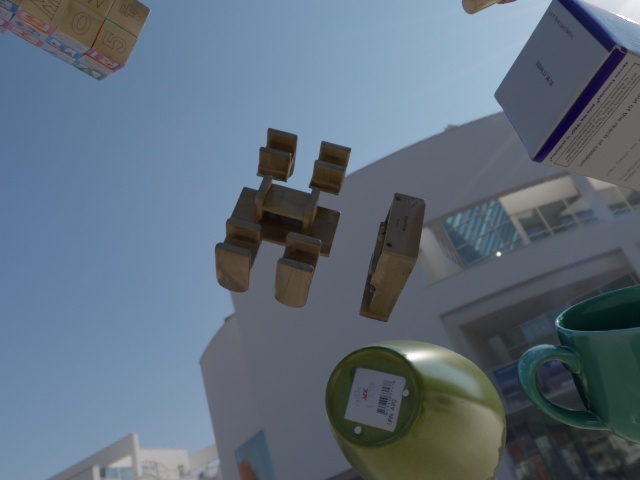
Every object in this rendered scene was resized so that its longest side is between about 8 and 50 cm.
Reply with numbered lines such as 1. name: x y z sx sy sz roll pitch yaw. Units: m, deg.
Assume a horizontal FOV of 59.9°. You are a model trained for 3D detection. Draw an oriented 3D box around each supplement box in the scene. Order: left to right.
1. supplement box: 0.292 -0.120 0.504 0.220 0.111 0.113 11 -48 -17

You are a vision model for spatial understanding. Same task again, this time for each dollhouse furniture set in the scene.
1. dollhouse furniture set: 0.000 0.000 0.756 0.242 0.212 0.161 15 -35 2

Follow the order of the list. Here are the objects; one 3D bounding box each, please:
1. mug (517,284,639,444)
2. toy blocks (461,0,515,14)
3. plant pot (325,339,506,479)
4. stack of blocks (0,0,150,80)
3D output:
1. mug: 0.241 0.094 0.409 0.158 0.097 0.129 -19 0 33
2. toy blocks: 0.353 -0.620 0.973 0.260 0.288 0.309 -29 -7 -19
3. plant pot: 0.126 0.263 0.855 0.275 0.274 0.293 -26 -33 11
4. stack of blocks: -0.385 -0.317 0.683 0.297 0.087 0.171 26 -8 -34
